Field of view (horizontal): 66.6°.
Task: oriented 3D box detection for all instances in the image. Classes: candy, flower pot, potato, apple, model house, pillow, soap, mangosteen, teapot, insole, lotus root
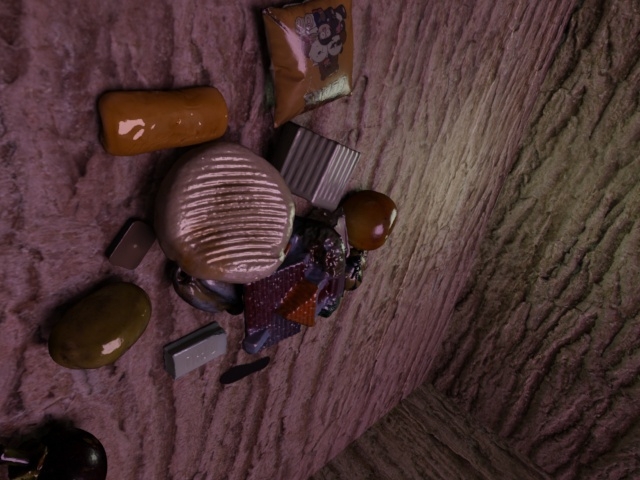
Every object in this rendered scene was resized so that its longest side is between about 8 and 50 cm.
[{"bbox_3d":[0.000,0.000,1.684,0.185,0.137,0.195,-33,126,-35],"label":"candy"},{"bbox_3d":[-0.025,-0.219,1.423,0.189,0.240,0.209,-64,175,12],"label":"flower pot"},{"bbox_3d":[-0.524,0.208,1.176,0.228,0.197,0.148,-72,171,-47],"label":"potato"},{"bbox_3d":[0.171,-0.080,1.833,0.236,0.208,0.236,-54,165,-22],"label":"apple"},{"bbox_3d":[-0.121,0.150,1.468,0.339,0.298,0.359,-50,154,-45],"label":"model house"},{"bbox_3d":[-0.020,-0.484,1.284,0.310,0.119,0.312,-36,141,-34],"label":"pillow"},{"bbox_3d":[-0.401,0.354,1.574,0.199,0.063,0.114,-25,135,-39],"label":"soap"},{"bbox_3d":[-0.700,0.596,1.255,0.231,0.231,0.289,-51,142,-7],"label":"mangosteen"},{"bbox_3d":[0.107,0.100,1.912,0.182,0.173,0.269,-43,178,-11],"label":"teapot"},{"bbox_3d":[-0.292,0.507,1.902,0.253,0.005,0.086,-6,124,-49],"label":"insole"},{"bbox_3d":[-0.312,0.132,1.431,0.158,0.139,0.322,-32,153,1],"label":"lotus root"}]

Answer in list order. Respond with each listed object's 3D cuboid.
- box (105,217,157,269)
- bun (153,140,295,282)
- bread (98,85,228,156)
[{"bbox_3d":[-0.469,0.008,1.214,0.126,0.031,0.091,-57,147,0],"label":"box"},{"bbox_3d":[-0.245,-0.067,1.250,0.366,0.219,0.364,1,88,-26],"label":"bun"},{"bbox_3d":[-0.339,-0.269,1.092,0.305,0.091,0.141,-22,139,-40],"label":"bread"}]
